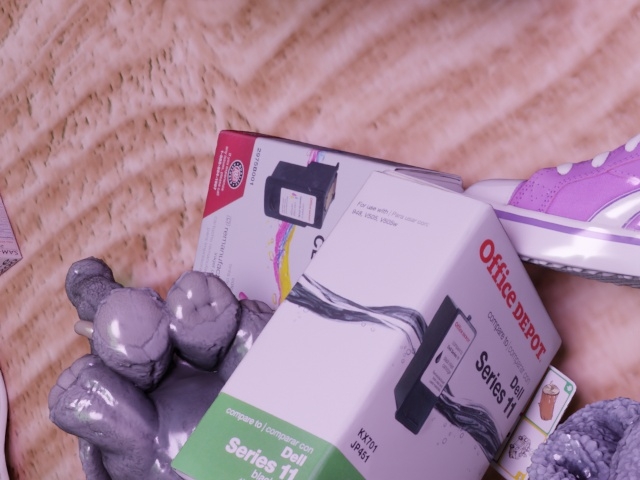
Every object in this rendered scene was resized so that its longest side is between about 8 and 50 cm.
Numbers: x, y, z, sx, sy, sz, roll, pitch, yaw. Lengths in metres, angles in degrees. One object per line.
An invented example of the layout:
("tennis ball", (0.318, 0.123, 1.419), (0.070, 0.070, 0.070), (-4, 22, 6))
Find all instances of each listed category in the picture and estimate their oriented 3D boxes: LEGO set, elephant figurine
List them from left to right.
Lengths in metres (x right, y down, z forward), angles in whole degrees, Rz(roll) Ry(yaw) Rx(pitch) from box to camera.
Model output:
("elephant figurine", (-0.106, 0.106, 0.869), (0.239, 0.169, 0.186), (155, 135, -69))
("LEGO set", (0.067, 0.158, 0.857), (0.182, 0.060, 0.244), (36, 107, 43))

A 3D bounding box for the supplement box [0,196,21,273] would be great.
("supplement box", (-0.309, -0.013, 1.119), (0.062, 0.036, 0.098), (-33, 70, 29))

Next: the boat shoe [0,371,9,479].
("boat shoe", (-0.326, 0.194, 1.075), (0.099, 0.116, 0.319), (-22, 81, 31))

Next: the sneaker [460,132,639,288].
("sneaker", (0.216, -0.049, 0.723), (0.282, 0.102, 0.161), (6, 87, 25))

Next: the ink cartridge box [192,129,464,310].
("ink cartridge box", (0.000, 0.000, 0.863), (0.175, 0.072, 0.127), (15, 96, 45))

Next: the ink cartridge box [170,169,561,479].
("ink cartridge box", (0.035, 0.088, 0.712), (0.087, 0.153, 0.208), (19, 66, 39))

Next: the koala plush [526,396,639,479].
("koala plush", (0.239, 0.126, 0.647), (0.221, 0.203, 0.196), (-38, 106, 19))
